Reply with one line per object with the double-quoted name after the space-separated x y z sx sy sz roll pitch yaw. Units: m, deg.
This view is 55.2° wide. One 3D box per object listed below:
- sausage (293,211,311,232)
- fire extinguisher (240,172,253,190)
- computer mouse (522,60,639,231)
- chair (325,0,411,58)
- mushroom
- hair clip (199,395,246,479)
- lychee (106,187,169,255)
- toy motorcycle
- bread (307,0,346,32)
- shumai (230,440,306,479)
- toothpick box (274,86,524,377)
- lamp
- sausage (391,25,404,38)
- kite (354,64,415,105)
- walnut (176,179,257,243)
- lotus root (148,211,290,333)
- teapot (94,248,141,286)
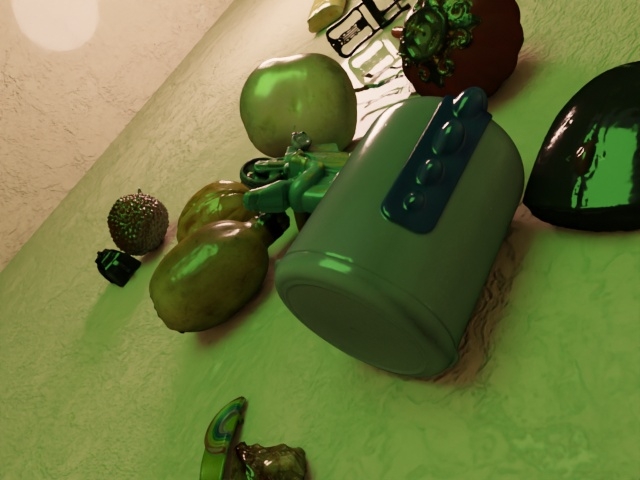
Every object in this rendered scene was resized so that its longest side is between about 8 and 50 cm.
0.000 0.000 1.073 0.082 0.082 0.372 -38 29 12 "sausage"
-0.075 -0.117 1.310 0.252 0.075 0.106 -9 51 44 "fire extinguisher"
0.367 -0.135 0.758 0.170 0.100 0.269 3 55 55 "computer mouse"
0.117 -0.606 1.639 0.229 0.106 0.113 -34 32 17 "chair"
-0.038 -0.281 1.340 0.254 0.260 0.234 -42 -8 9 "mushroom"
-0.153 0.318 0.908 0.060 0.033 0.188 -29 33 28 "hair clip"
-0.490 -0.052 1.650 0.165 0.165 0.198 -31 49 23 "lychee"
0.007 -0.100 1.086 0.296 0.109 0.198 -5 42 -6 "toy motorcycle"
0.025 -0.765 1.994 0.139 0.060 0.178 -24 36 32 "bread"
-0.070 0.314 0.763 0.105 0.139 0.123 -4 73 8 "shumai"
0.124 -0.036 0.785 0.263 0.263 0.355 -2 49 50 "toothpick box"
0.247 -0.347 1.073 0.226 0.227 0.227 -31 33 23 "lamp"
0.221 -0.486 1.438 0.029 0.029 0.223 -45 30 0 "sausage"
0.210 -0.366 1.316 0.360 0.022 0.204 -3 50 45 "kite"
-0.222 -0.038 1.316 0.206 0.159 0.159 -42 29 19 "walnut"
-0.184 0.044 1.163 0.310 0.183 0.183 -39 30 -1 "lotus root"
-0.571 0.061 1.679 0.177 0.096 0.087 9 59 54 "teapot"
